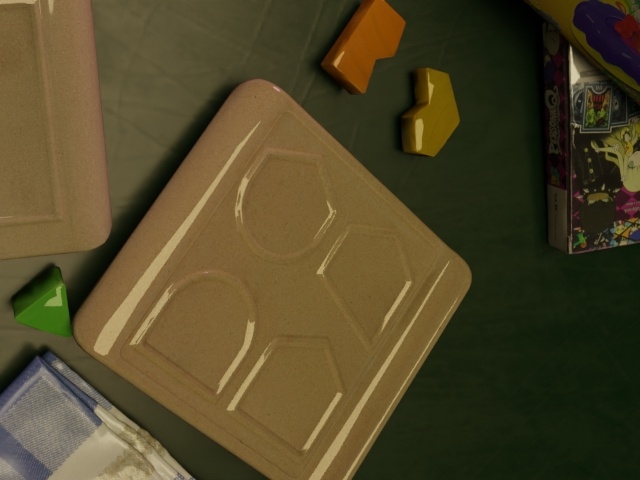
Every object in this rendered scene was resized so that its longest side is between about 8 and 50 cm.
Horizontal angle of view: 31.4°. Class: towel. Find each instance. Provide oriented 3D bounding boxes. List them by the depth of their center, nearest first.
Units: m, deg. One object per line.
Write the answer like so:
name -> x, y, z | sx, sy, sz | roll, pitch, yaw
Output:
towel -> -0.152, 0.234, 0.759 | 0.209, 0.034, 0.285 | -47, 108, -8

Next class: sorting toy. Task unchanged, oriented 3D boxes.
sorting toy -> -0.227, -0.075, 0.667 | 0.195, 0.047, 0.348 | -8, 114, -16
sorting toy -> 0.000, 0.000, 0.788 | 0.229, 0.041, 0.307 | 40, 76, -26

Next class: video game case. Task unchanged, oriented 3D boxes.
video game case -> 0.280, -0.109, 0.864 | 0.232, 0.042, 0.210 | -10, 105, -16

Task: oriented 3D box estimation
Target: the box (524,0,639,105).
box -> 0.306, -0.221, 0.738 | 0.290, 0.177, 0.279 | 40, 77, -10
